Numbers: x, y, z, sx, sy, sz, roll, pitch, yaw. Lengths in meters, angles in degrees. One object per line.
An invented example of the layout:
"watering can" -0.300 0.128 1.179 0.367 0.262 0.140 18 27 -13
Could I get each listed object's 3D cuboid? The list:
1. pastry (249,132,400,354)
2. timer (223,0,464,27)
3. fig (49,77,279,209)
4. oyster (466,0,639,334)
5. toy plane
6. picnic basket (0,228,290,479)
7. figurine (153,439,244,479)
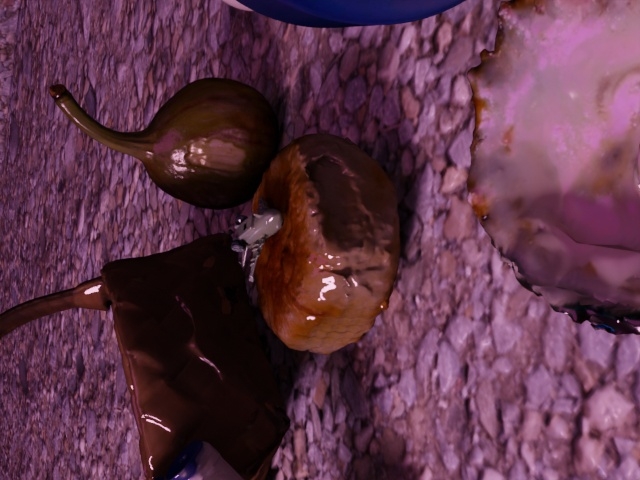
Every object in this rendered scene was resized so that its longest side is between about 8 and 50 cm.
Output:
"pastry" 0.000 0.000 0.726 0.192 0.093 0.182 120 142 -51
"timer" -0.024 -0.281 0.642 0.383 0.270 0.270 -164 74 -71
"fig" -0.160 -0.107 0.836 0.149 0.245 0.149 -6 82 52
"oyster" 0.172 -0.052 0.460 0.260 0.092 0.198 -116 38 -47
"toy plane" -0.055 -0.008 0.694 0.083 0.033 0.080 135 147 -58
"picnic basket" -0.215 0.171 0.826 0.337 0.337 0.293 -52 49 47
"figurine" -0.043 0.294 0.681 0.194 0.274 0.133 -66 11 -4
